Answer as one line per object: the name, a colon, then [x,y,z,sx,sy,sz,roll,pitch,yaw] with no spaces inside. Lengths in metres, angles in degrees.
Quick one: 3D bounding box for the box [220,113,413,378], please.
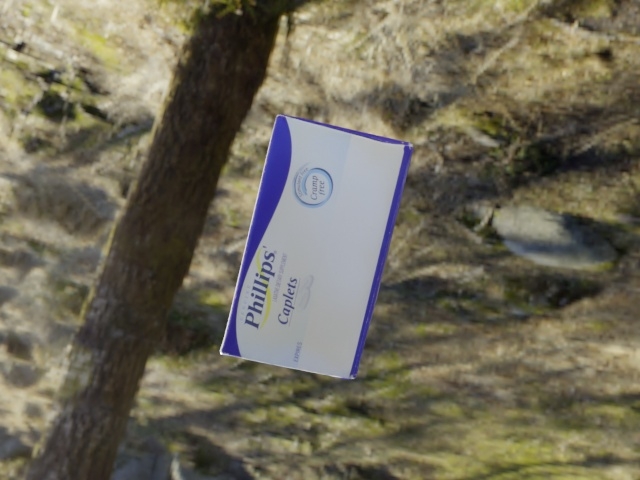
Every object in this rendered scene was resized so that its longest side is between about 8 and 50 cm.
box: [0.000,0.000,0.549,0.072,0.126,0.137,13,-175,1]
